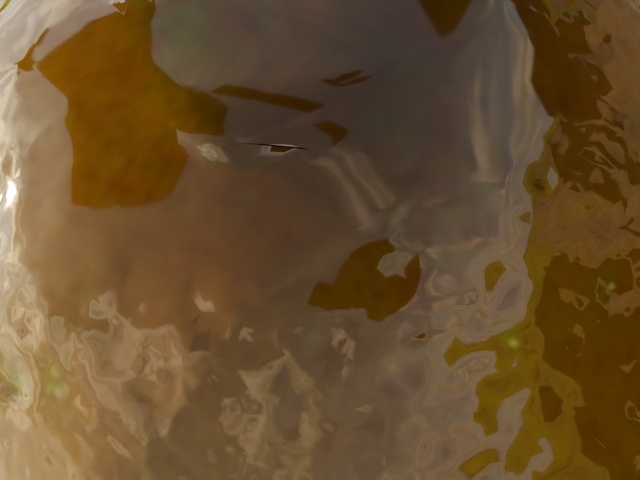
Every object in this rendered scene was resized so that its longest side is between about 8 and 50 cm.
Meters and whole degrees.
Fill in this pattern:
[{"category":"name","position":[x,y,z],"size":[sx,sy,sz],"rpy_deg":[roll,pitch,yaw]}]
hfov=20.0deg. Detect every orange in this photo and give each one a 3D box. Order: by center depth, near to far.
[{"category":"orange","position":[-0.004,-0.006,0.576],"size":[0.262,0.196,0.335],"rpy_deg":[-17,55,17]}]
